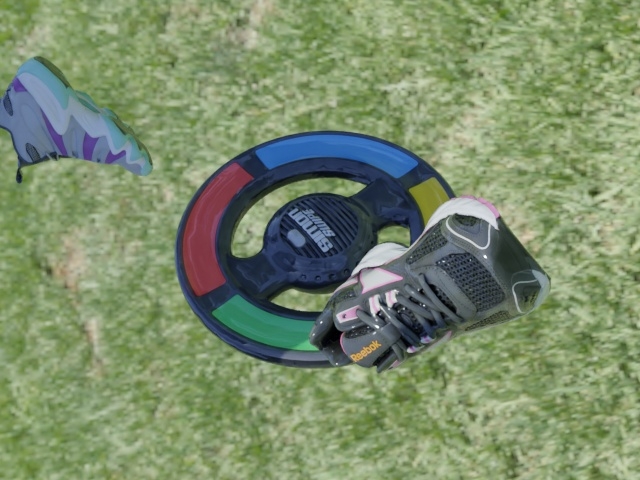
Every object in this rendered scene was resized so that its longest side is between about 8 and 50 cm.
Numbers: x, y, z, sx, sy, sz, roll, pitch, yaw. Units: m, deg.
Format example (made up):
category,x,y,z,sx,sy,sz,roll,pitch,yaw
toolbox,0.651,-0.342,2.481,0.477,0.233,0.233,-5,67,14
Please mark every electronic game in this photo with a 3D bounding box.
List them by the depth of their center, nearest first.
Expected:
category,x,y,z,sx,sy,sz,roll,pitch,yaw
electronic game,0.000,0.000,0.849,0.229,0.229,0.048,52,161,34

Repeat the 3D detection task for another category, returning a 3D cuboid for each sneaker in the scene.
category,x,y,z,sx,sy,sz,roll,pitch,yaw
sneaker,0.049,0.038,0.569,0.072,0.077,0.178,48,156,-1
sneaker,-0.155,-0.056,0.655,0.069,0.098,0.038,-46,18,8
